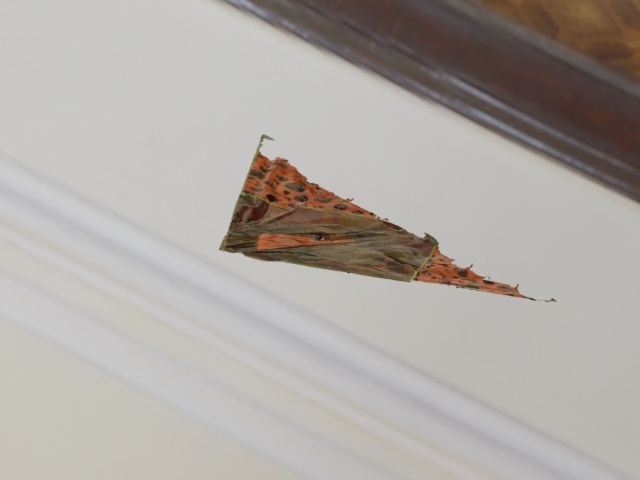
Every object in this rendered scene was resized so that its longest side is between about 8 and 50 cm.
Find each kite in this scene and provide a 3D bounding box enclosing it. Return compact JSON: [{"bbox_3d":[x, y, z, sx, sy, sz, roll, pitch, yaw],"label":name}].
[{"bbox_3d":[0.000,0.001,0.633,0.125,0.008,0.222,-3,160,40],"label":"kite"}]
